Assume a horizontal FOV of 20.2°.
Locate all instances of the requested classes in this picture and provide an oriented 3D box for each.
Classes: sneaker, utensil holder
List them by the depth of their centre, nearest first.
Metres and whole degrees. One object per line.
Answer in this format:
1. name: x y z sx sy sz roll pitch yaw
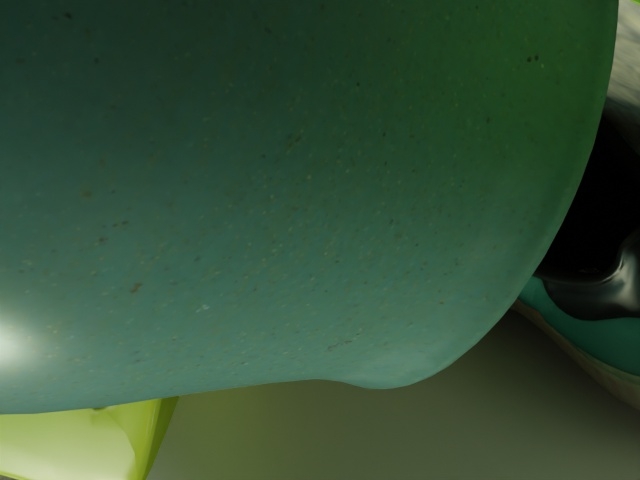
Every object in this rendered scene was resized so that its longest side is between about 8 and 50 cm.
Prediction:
1. sneaker: 0.087 -0.028 0.875 0.302 0.108 0.121 29 158 46
2. utensil holder: 0.070 0.192 0.966 0.327 0.327 0.385 34 -174 -42

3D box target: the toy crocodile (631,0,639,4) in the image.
1. toy crocodile: 0.209 -0.018 0.349 0.340 0.105 0.115 31 -149 24

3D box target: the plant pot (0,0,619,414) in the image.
1. plant pot: -0.071 -0.071 0.500 0.255 0.272 0.271 15 -179 -27

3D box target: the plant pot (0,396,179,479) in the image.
1. plant pot: -0.144 -0.052 0.812 0.228 0.207 0.227 17 -142 -3
